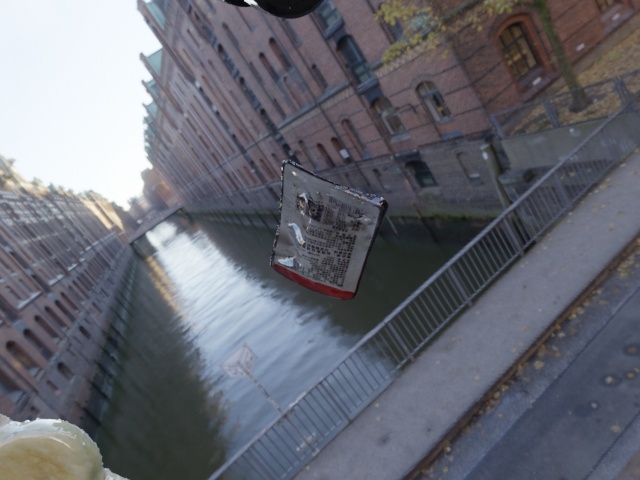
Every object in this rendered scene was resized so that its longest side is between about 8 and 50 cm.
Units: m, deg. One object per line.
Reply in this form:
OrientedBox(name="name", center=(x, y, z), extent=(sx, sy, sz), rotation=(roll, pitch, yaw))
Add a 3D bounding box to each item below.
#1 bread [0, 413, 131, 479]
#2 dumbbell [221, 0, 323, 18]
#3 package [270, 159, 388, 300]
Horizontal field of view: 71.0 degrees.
OrientedBox(name="bread", center=(-0.319, 0.295, 0.451), extent=(0.316, 0.316, 0.054), rotation=(-33, 13, 6))
OrientedBox(name="dumbbell", center=(-0.091, -0.421, 0.659), extent=(0.152, 0.152, 0.218), rotation=(-37, 44, -10))
OrientedBox(name="package", center=(0.000, 0.000, 0.664), extent=(0.239, 0.154, 0.030), rotation=(104, -168, -45))
